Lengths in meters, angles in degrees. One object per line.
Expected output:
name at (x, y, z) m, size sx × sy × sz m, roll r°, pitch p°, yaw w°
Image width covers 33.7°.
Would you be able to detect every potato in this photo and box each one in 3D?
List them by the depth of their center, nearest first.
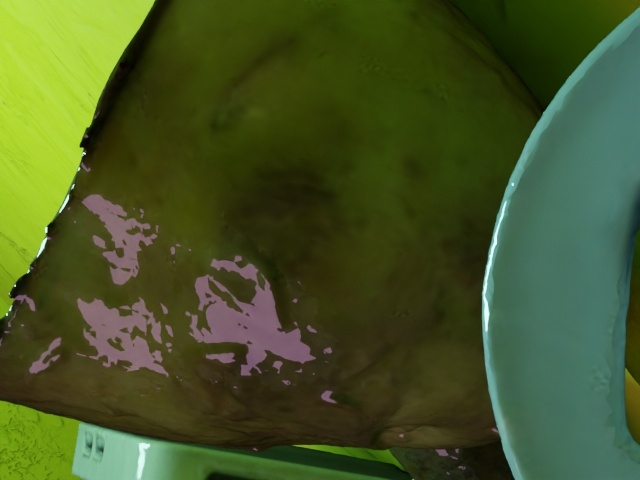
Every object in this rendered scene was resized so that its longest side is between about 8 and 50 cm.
potato at (0.000, 0.000, 0.515) m, size 0.237 × 0.301 × 0.289 m, roll 27°, pitch -166°, yaw -11°

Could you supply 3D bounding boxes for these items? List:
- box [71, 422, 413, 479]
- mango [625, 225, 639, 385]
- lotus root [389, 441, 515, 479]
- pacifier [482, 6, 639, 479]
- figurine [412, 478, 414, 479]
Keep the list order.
box at (-0.080, 0.271, 1.218) m, size 0.367 × 0.091 × 0.373 m, roll 15°, pitch 169°, yaw -21°
mango at (0.180, 0.041, 0.476) m, size 0.117 × 0.089 × 0.163 m, roll 27°, pitch 157°, yaw 24°
lotus root at (0.111, 0.125, 0.731) m, size 0.241 × 0.123 × 0.124 m, roll 49°, pitch 175°, yaw -13°
pacifier at (0.204, 0.014, 0.294) m, size 0.299 × 0.244 × 0.233 m, roll 5°, pitch 178°, yaw 22°
figurine at (0.206, 0.339, 0.917) m, size 0.412 × 0.241 × 0.306 m, roll -143°, pitch 35°, yaw -69°
